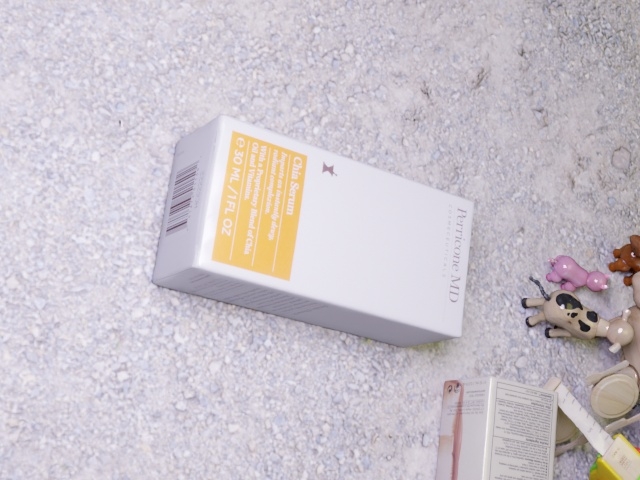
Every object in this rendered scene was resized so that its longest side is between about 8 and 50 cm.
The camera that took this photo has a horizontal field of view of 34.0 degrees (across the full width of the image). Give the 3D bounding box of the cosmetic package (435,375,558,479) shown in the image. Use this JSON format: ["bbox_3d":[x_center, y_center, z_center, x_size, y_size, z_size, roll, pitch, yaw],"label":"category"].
[{"bbox_3d":[0.278,0.378,1.678,0.153,0.129,0.296,18,70,-28],"label":"cosmetic package"}]

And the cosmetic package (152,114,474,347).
[{"bbox_3d":[0.000,0.000,1.570,0.453,0.161,0.230,16,72,-29],"label":"cosmetic package"}]

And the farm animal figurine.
[{"bbox_3d":[0.553,0.145,1.869,0.330,0.172,0.327,-28,95,-33],"label":"farm animal figurine"}]

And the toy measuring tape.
[{"bbox_3d":[0.477,0.367,1.789,0.330,0.121,0.121,46,60,-3],"label":"toy measuring tape"}]

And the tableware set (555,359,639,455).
[{"bbox_3d":[0.456,0.285,1.816,0.194,0.039,0.128,-24,114,0],"label":"tableware set"}]
